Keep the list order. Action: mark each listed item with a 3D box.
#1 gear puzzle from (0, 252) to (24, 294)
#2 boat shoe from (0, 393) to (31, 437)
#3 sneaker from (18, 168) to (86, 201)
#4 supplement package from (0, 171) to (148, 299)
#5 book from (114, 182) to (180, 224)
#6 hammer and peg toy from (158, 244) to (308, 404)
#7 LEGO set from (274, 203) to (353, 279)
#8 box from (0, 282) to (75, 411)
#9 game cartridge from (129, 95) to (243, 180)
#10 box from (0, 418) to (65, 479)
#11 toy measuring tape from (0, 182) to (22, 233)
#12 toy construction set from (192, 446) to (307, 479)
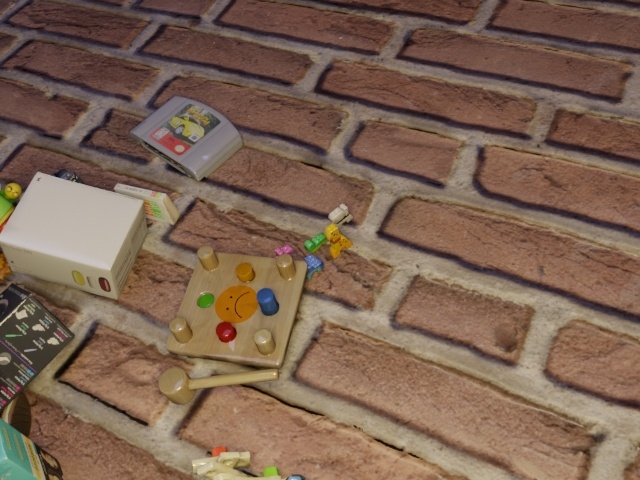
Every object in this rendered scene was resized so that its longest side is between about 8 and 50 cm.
[{"bbox_3d":[-0.795,0.162,1.639,0.175,0.044,0.339,-5,53,9],"label":"gear puzzle"},{"bbox_3d":[-0.644,0.407,1.413,0.072,0.068,0.190,-18,51,13],"label":"boat shoe"},{"bbox_3d":[-0.670,-0.090,1.775,0.163,0.086,0.226,-33,53,-9],"label":"sneaker"},{"bbox_3d":[-0.566,-0.011,1.611,0.261,0.145,0.204,15,56,1],"label":"supplement package"},{"bbox_3d":[-0.431,-0.094,1.720,0.144,0.096,0.035,12,57,21],"label":"book"},{"bbox_3d":[-0.177,0.185,1.438,0.265,0.127,0.361,5,55,13],"label":"hammer and peg toy"},{"bbox_3d":[0.000,0.000,1.558,0.227,0.093,0.087,-39,55,-17],"label":"LEGO set"},{"bbox_3d":[-0.685,0.242,1.460,0.165,0.143,0.270,7,50,52],"label":"box"},{"bbox_3d":[-0.359,-0.288,1.881,0.294,0.060,0.196,31,61,30],"label":"game cartridge"},{"bbox_3d":[-0.549,0.416,1.267,0.060,0.244,0.100,-30,54,-11],"label":"box"},{"bbox_3d":[-0.864,-0.014,1.719,0.121,0.121,0.330,31,76,30],"label":"toy measuring tape"},{"bbox_3d":[-0.106,0.508,1.176,0.215,0.151,0.328,-17,63,0],"label":"toy construction set"}]
